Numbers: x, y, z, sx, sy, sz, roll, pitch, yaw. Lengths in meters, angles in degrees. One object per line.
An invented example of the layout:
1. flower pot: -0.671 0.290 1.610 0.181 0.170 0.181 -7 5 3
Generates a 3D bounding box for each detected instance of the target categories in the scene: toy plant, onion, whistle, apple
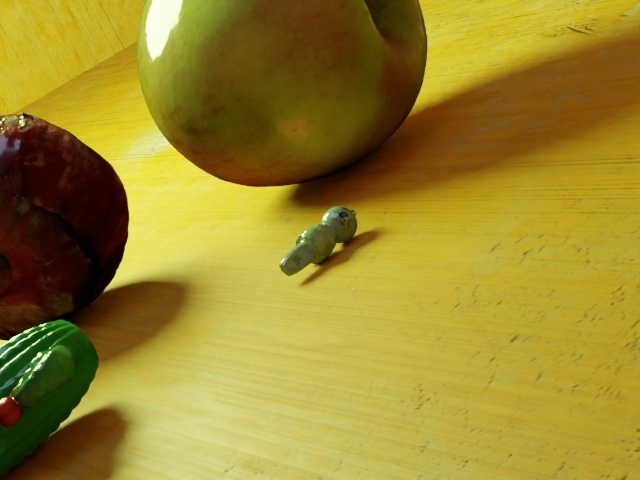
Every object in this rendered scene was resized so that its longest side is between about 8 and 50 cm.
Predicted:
1. toy plant: -0.288 0.160 1.261 0.240 0.088 0.154 -41 8 -1
2. onion: -0.323 -0.008 1.565 0.246 0.246 0.190 -23 27 13
3. whistle: 0.000 0.000 1.381 0.100 0.035 0.035 -40 20 -32
4. apple: -0.046 -0.212 1.620 0.277 0.319 0.319 -18 19 30
